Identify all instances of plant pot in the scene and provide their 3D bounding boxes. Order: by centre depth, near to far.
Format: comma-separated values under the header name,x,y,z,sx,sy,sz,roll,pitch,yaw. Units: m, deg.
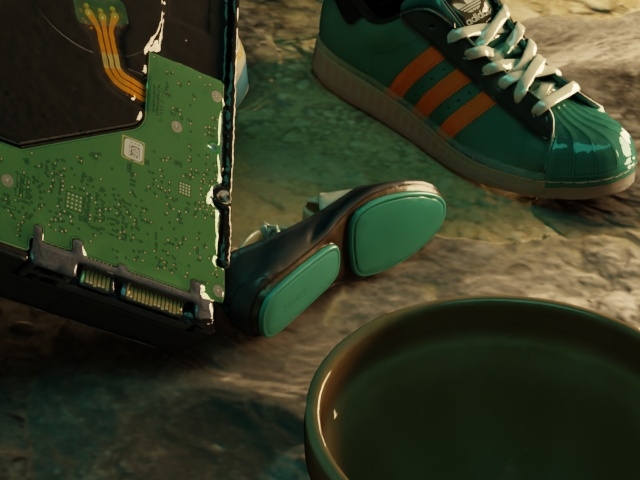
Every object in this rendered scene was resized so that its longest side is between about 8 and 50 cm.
name,x,y,z,sx,sy,sz,roll,pitch,yaw
plant pot,0.106,0.140,1.127,0.237,0.110,0.237,2,33,-1

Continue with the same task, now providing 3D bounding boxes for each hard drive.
name,x,y,z,sx,sy,sz,roll,pitch,yaw
hard drive,-0.166,-0.114,1.301,0.237,0.064,0.339,20,55,-32

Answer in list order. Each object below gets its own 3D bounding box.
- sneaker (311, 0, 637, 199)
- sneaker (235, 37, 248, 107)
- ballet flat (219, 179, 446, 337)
name,x,y,z,sx,sy,sz,roll,pitch,yaw
sneaker,0.116,-0.135,1.528,0.302,0.121,0.108,29,41,30
sneaker,-0.167,-0.120,1.496,0.229,0.092,0.087,-6,50,18
ballet flat,0.000,0.000,1.360,0.074,0.074,0.203,30,43,31
